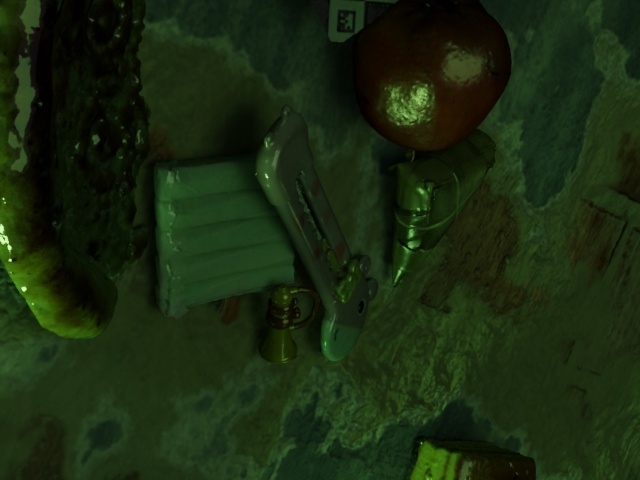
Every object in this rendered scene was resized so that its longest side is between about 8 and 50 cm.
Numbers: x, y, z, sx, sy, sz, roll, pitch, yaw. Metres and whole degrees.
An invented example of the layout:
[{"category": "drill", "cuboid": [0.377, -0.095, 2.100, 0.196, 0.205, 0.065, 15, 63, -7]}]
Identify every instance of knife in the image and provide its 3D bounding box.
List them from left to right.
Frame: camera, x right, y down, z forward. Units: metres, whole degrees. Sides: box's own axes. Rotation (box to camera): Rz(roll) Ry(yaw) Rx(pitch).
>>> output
[{"category": "knife", "cuboid": [0.001, 0.000, 1.829, 0.132, 0.038, 0.399, -62, 149, -26]}]

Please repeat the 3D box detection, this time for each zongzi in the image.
[{"category": "zongzi", "cuboid": [0.151, -0.043, 1.996, 0.160, 0.078, 0.176, -29, 136, -36]}]

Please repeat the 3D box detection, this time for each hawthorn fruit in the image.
[{"category": "hawthorn fruit", "cuboid": [0.119, -0.182, 1.822, 0.185, 0.185, 0.202, -12, 126, -43]}]

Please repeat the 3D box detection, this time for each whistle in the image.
[{"category": "whistle", "cuboid": [-0.036, 0.092, 1.836, 0.046, 0.057, 0.109, -71, 176, -46]}]

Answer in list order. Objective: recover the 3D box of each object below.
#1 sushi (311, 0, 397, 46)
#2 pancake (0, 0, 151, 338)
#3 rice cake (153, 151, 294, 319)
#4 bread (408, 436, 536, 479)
[{"category": "sushi", "cuboid": [0.030, -0.362, 1.737, 0.219, 0.047, 0.231, -40, 117, -25]}, {"category": "pancake", "cuboid": [-0.224, -0.090, 1.515, 0.305, 0.066, 0.427, -35, 132, -60]}, {"category": "rice cake", "cuboid": [-0.104, -0.012, 1.758, 0.198, 0.037, 0.189, -20, 120, -42]}, {"category": "bread", "cuboid": [0.189, 0.393, 2.191, 0.184, 0.110, 0.234, 14, 97, -48]}]
